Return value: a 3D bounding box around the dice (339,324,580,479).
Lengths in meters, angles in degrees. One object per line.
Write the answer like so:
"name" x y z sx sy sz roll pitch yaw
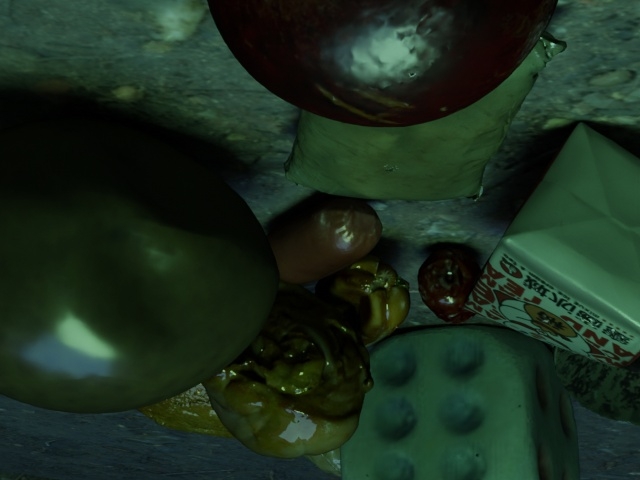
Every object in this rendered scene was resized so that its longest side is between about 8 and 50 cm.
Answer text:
"dice" 0.189 0.280 1.907 0.265 0.268 0.262 -8 152 23

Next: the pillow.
"pillow" 0.073 -0.102 1.175 0.185 0.074 0.302 6 158 -5

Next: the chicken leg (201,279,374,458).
"chicken leg" -0.081 0.099 1.661 0.295 0.182 0.409 43 -177 -7

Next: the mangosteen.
"mangosteen" 0.053 -0.168 0.825 0.215 0.215 0.257 -9 176 34

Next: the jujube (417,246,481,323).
"jujube" 0.150 0.052 1.595 0.077 0.077 0.129 -1 165 16

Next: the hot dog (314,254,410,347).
"hot dog" 0.049 0.065 1.631 0.104 0.076 0.250 49 167 5

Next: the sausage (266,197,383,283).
"sausage" 0.000 0.000 1.488 0.077 0.077 0.194 14 162 -24

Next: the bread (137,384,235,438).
"bread" -0.148 0.190 1.961 0.240 0.139 0.240 4 160 2

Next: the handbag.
"handbag" 0.243 0.038 1.339 0.171 0.151 0.298 33 161 8

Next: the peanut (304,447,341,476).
"peanut" 0.120 0.290 2.168 0.340 0.158 0.174 6 166 -20

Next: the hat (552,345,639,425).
"hat" 0.375 0.084 1.555 0.266 0.128 0.265 4 145 3

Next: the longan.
"longan" -0.212 0.029 1.319 0.350 0.288 0.288 10 160 -21
